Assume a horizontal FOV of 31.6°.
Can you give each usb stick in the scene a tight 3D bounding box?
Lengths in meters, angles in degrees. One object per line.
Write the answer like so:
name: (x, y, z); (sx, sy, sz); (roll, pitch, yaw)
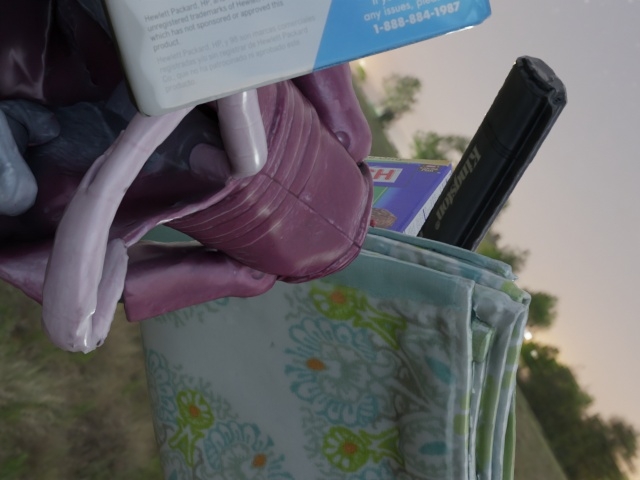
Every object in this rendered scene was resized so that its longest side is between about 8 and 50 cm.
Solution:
usb stick: (0.158, -0.057, 1.121); (0.045, 0.278, 0.077); (4, 41, -28)

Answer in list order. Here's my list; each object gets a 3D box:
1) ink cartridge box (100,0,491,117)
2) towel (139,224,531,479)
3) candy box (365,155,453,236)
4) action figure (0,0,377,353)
ink cartridge box: (-0.028, -0.136, 0.316); (0.060, 0.104, 0.180); (-136, -149, -74)
towel: (-0.006, 0.133, 0.955); (0.090, 0.374, 0.320); (-30, 127, -48)
candy box: (0.000, 0.000, 1.387); (0.317, 0.268, 0.122); (-47, 136, -58)
action figure: (-0.045, -0.061, 0.590); (0.276, 0.248, 0.370); (29, -1, 37)
